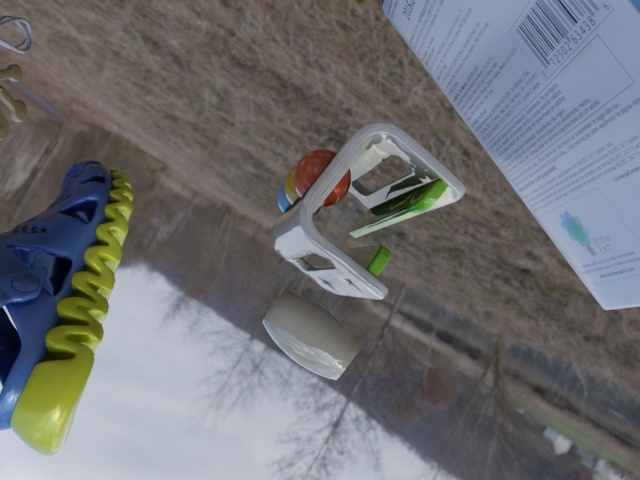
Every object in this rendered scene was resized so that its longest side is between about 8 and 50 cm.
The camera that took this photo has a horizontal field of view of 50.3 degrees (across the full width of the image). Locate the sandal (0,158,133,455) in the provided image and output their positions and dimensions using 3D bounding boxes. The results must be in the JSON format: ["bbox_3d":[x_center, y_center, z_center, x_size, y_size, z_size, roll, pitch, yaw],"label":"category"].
[{"bbox_3d":[-0.250,0.025,0.595,0.138,0.126,0.317,18,-146,-17],"label":"sandal"}]

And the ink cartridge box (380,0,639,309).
[{"bbox_3d":[0.187,-0.157,0.468,0.395,0.151,0.270,53,173,5],"label":"ink cartridge box"}]

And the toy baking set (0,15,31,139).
[{"bbox_3d":[-0.444,-0.248,0.881,0.030,0.256,0.197,4,175,12],"label":"toy baking set"}]

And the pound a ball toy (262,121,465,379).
[{"bbox_3d":[0.000,0.000,0.673,0.136,0.208,0.319,39,172,-5],"label":"pound a ball toy"}]
